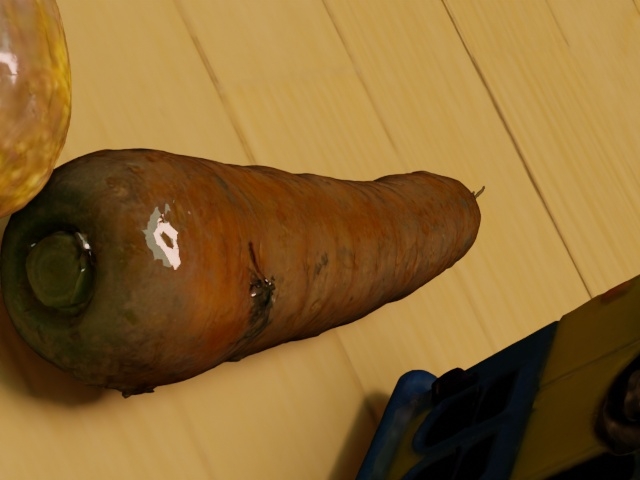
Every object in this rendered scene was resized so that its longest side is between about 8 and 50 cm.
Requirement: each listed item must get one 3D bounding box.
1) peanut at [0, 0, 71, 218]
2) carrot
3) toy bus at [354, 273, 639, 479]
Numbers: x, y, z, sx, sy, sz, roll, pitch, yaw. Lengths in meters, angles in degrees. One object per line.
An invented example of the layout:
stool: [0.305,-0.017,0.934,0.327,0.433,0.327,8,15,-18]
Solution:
peanut: [-0.127,-0.098,0.577,0.087,0.087,0.207,10,59,-48]
carrot: [0.000,0.000,0.690,0.298,0.078,0.078,-10,73,-59]
toy bus: [0.086,0.139,0.593,0.138,0.175,0.288,48,35,-15]
